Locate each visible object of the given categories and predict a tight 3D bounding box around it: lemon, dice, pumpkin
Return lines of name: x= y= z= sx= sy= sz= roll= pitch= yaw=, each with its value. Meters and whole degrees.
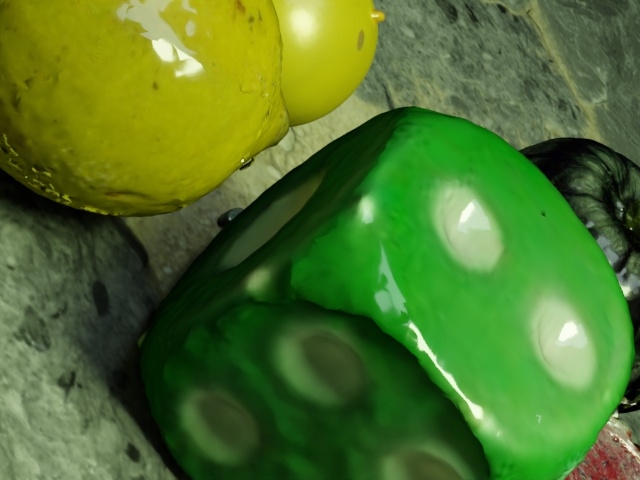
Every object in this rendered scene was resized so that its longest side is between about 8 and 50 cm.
lemon: x=-0.161 y=-0.148 z=1.440 sx=0.310 sy=0.258 sz=0.258 roll=29 pitch=43 yaw=-24
dice: x=0.055 y=0.090 z=1.479 sx=0.300 sy=0.297 sz=0.287 roll=50 pitch=37 yaw=-10
pumpkin: x=0.283 y=0.016 z=1.829 sx=0.296 sy=0.296 sz=0.296 roll=30 pitch=43 yaw=-33

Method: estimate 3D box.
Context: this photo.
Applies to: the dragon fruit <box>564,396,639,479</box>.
dragon fruit: x=0.220 y=0.266 z=1.685 sx=0.211 sy=0.147 sz=0.282 roll=36 pitch=40 yaw=-11

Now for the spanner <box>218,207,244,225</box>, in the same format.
spanner: x=0.000 y=0.000 z=1.725 sx=0.254 sy=0.015 sz=0.054 roll=5 pitch=58 yaw=-49

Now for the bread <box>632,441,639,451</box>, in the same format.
bread: x=0.340 y=0.250 z=1.897 sx=0.043 sy=0.062 sz=0.109 roll=46 pitch=39 yaw=-17

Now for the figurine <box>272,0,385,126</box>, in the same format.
figurine: x=-0.071 y=-0.269 z=1.696 sx=0.215 sy=0.187 sz=0.343 roll=-1 pitch=65 yaw=-66
